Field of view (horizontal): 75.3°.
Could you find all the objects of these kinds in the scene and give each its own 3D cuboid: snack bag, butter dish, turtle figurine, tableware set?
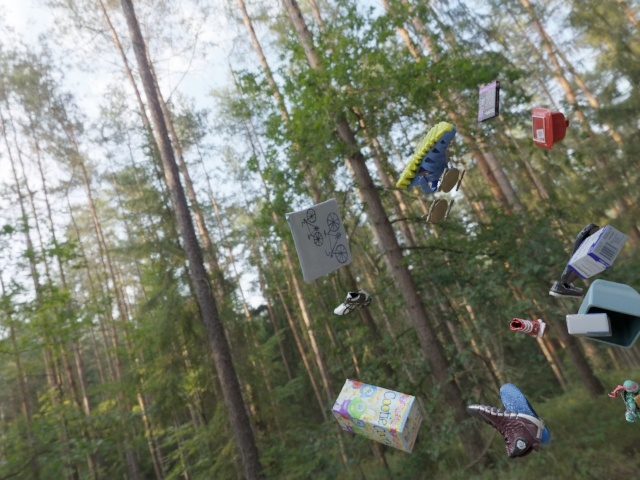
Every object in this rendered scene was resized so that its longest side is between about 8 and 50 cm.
[{"bbox_3d":[0.000,0.000,1.851,0.037,0.323,0.343,-8,11,43],"label":"snack bag"},{"bbox_3d":[0.931,-0.458,1.660,0.118,0.159,0.160,-11,19,5],"label":"butter dish"},{"bbox_3d":[1.042,0.524,1.327,0.175,0.234,0.118,-38,9,5],"label":"turtle figurine"},{"bbox_3d":[0.403,-0.153,1.381,0.128,0.039,0.194,-6,-61,-43],"label":"tableware set"}]

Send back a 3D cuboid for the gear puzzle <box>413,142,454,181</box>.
[{"bbox_3d":[0.475,-0.353,1.800,0.176,0.044,0.339,-3,-25,-4],"label":"gear puzzle"}]

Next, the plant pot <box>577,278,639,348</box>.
[{"bbox_3d":[1.444,0.339,2.074,0.252,0.247,0.247,-56,-30,-41],"label":"plant pot"}]

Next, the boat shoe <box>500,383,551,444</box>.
[{"bbox_3d":[0.814,0.704,1.665,0.109,0.258,0.089,-34,-51,14],"label":"boat shoe"}]

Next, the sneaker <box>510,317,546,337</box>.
[{"bbox_3d":[0.911,0.374,1.843,0.128,0.087,0.221,15,-9,18],"label":"sneaker"}]

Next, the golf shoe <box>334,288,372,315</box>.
[{"bbox_3d":[0.137,0.283,1.924,0.198,0.094,0.077,-28,17,22],"label":"golf shoe"}]

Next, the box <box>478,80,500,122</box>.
[{"bbox_3d":[0.792,-0.650,1.950,0.029,0.162,0.116,4,0,-18],"label":"box"}]

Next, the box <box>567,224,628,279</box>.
[{"bbox_3d":[0.874,0.038,1.314,0.126,0.072,0.137,-47,-16,-18],"label":"box"}]

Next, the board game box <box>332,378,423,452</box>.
[{"bbox_3d":[0.208,0.632,1.512,0.275,0.142,0.144,3,41,34],"label":"board game box"}]

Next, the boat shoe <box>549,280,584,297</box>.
[{"bbox_3d":[1.053,0.203,1.758,0.206,0.064,0.075,3,9,-30],"label":"boat shoe"}]

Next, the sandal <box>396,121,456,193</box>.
[{"bbox_3d":[0.381,-0.267,1.408,0.126,0.138,0.317,-58,-4,-30],"label":"sandal"}]

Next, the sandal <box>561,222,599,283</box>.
[{"bbox_3d":[0.954,0.052,1.500,0.097,0.054,0.254,-14,-56,-25],"label":"sandal"}]

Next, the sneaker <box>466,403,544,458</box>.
[{"bbox_3d":[0.676,0.716,1.551,0.281,0.162,0.106,-7,-30,44],"label":"sneaker"}]

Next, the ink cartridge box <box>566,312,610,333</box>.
[{"bbox_3d":[1.120,0.354,1.725,0.140,0.082,0.191,-12,-22,36],"label":"ink cartridge box"}]
